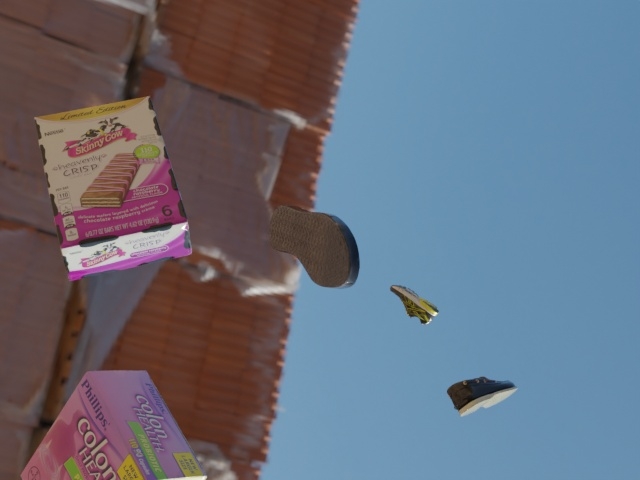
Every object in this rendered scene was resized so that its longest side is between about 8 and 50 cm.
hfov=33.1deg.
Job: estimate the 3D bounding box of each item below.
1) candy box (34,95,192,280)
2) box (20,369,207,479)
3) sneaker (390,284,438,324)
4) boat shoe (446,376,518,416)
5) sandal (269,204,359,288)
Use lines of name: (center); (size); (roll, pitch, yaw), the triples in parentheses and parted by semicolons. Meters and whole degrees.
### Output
candy box: (-0.269, -0.072, 1.384); (0.071, 0.159, 0.233); (92, -20, -50)
box: (-0.319, 0.356, 1.630); (0.243, 0.117, 0.213); (-53, -126, 24)
sneaker: (0.137, 0.097, 1.629); (0.035, 0.083, 0.031); (-60, 161, 11)
boat shoe: (0.213, 0.195, 1.401); (0.049, 0.133, 0.042); (-46, -116, 31)
sandal: (0.000, -0.001, 1.557); (0.254, 0.054, 0.097); (36, -64, 60)
